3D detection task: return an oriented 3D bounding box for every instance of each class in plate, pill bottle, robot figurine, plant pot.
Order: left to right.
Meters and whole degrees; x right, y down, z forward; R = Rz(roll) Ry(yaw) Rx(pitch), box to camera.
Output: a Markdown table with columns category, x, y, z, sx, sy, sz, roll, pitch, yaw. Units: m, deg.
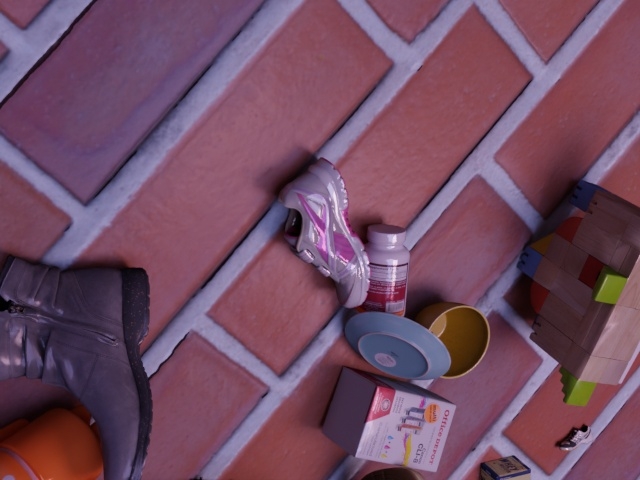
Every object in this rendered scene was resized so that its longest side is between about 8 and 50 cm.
| category | x | y | z | sx | sy | sz | roll | pitch | yaw |
| --- | --- | --- | --- | --- | --- | --- | --- | --- | --- |
| robot figurine | -0.402 | 0.328 | 1.273 | 0.219 | 0.128 | 0.158 | -34 | 94 | -46 |
| pill bottle | 0.105 | 0.053 | 1.474 | 0.086 | 0.086 | 0.152 | -3 | 107 | -24 |
| plate | 0.125 | 0.185 | 1.478 | 0.188 | 0.188 | 0.024 | 48 | 50 | -29 |
| plant pot | 0.216 | 0.162 | 1.554 | 0.134 | 0.095 | 0.134 | -8 | 109 | -22 |

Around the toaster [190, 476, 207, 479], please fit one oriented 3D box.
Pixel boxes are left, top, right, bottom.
| category | x | y | z | sx | sy | sz | roll | pitch | yaw |
| --- | --- | --- | --- | --- | --- | --- | --- | --- | --- |
| toaster | -0.126 | 0.479 | 1.446 | 0.168 | 0.185 | 0.110 | 14 | 95 | -28 |

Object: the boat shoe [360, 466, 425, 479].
| category | x | y | z | sx | sy | sz | roll | pitch | yaw |
| --- | --- | --- | --- | --- | --- | --- | --- | --- | --- |
| boat shoe | 0.108 | 0.467 | 1.545 | 0.089 | 0.105 | 0.285 | 3 | 149 | -35 |

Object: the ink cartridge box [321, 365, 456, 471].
| category | x | y | z | sx | sy | sz | roll | pitch | yaw |
| --- | --- | --- | --- | --- | --- | --- | --- | --- | --- |
| ink cartridge box | 0.119 | 0.310 | 1.532 | 0.176 | 0.127 | 0.128 | 18 | 89 | -29 |

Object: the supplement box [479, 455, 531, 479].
| category | x | y | z | sx | sy | sz | roll | pitch | yaw |
| --- | --- | --- | --- | --- | --- | --- | --- | --- | --- |
| supplement box | 0.364 | 0.482 | 1.747 | 0.083 | 0.056 | 0.083 | -6 | 109 | -23 |

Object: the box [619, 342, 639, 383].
| category | x | y | z | sx | sy | sz | roll | pitch | yaw |
| --- | --- | --- | --- | --- | --- | --- | --- | --- | --- |
| box | 0.555 | 0.169 | 1.717 | 0.130 | 0.091 | 0.171 | 27 | 93 | -30 |

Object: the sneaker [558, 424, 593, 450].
| category | x | y | z | sx | sy | sz | roll | pitch | yaw |
| --- | --- | --- | --- | --- | --- | --- | --- | --- | --- |
| sneaker | 0.521 | 0.405 | 1.815 | 0.083 | 0.032 | 0.037 | -17 | 99 | -25 |

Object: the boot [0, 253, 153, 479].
| category | x | y | z | sx | sy | sz | roll | pitch | yaw |
| --- | --- | --- | --- | --- | --- | --- | --- | --- | --- |
| boot | -0.358 | 0.192 | 1.242 | 0.222 | 0.118 | 0.338 | 3 | 68 | -25 |

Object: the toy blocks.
| category | x | y | z | sx | sy | sz | roll | pitch | yaw |
| --- | --- | --- | --- | --- | --- | --- | --- | --- | --- |
| toy blocks | 0.467 | 0.061 | 1.562 | 0.190 | 0.261 | 0.382 | 11 | 108 | -30 |

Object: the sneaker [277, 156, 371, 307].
| category | x | y | z | sx | sy | sz | roll | pitch | yaw |
| --- | --- | --- | --- | --- | --- | --- | --- | --- | --- |
| sneaker | 0.000 | 0.000 | 1.409 | 0.111 | 0.103 | 0.252 | -23 | 108 | -12 |
